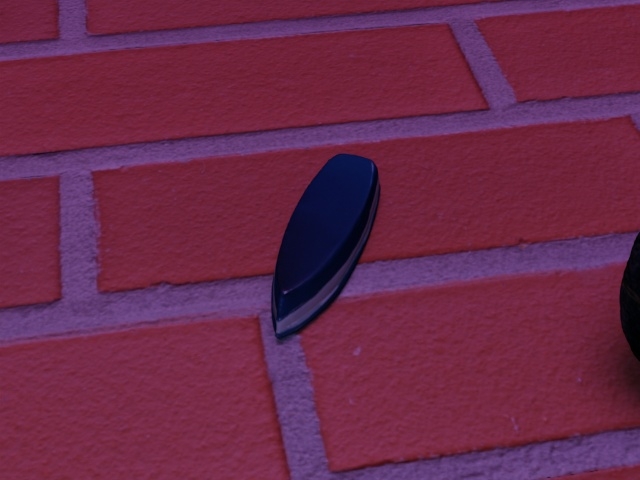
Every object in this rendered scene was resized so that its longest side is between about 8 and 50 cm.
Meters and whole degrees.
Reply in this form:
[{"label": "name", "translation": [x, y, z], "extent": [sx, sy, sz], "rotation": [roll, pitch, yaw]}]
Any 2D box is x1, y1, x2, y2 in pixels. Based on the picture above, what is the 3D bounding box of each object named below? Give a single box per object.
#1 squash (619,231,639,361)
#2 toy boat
[{"label": "squash", "translation": [0.426, 0.042, 1.134], "extent": [0.252, 0.252, 0.165], "rotation": [-33, 44, -31]}, {"label": "toy boat", "translation": [0.000, 0.000, 1.307], "extent": [0.096, 0.062, 0.299], "rotation": [14, 45, 12]}]
